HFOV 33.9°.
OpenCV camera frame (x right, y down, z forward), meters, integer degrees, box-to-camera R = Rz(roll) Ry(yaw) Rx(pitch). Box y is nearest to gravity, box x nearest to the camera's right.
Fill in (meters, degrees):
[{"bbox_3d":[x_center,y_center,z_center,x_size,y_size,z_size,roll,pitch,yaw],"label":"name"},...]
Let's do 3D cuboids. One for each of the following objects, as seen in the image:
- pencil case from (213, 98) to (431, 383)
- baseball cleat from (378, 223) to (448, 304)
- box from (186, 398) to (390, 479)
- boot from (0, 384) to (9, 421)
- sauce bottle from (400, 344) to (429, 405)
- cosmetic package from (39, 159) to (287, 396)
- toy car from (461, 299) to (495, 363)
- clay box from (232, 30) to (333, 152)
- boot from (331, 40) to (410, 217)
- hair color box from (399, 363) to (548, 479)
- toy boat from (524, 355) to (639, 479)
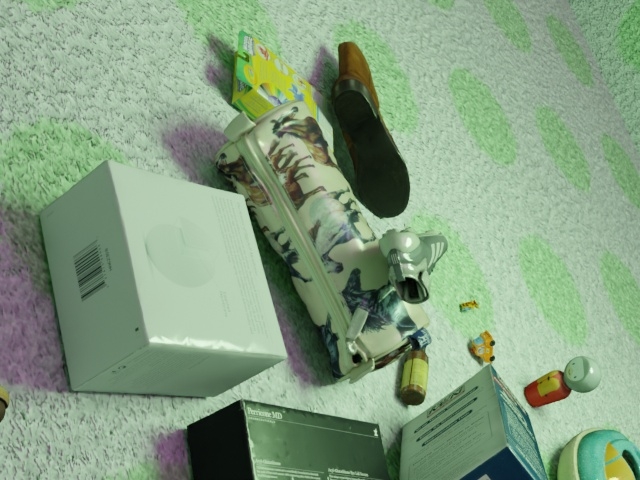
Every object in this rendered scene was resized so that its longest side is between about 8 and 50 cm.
[{"bbox_3d":[0.000,0.000,1.504,0.410,0.159,0.183,60,11,1],"label":"pencil case"},{"bbox_3d":[0.132,0.036,1.467,0.206,0.072,0.110,5,74,-64],"label":"baseball cleat"},{"bbox_3d":[-0.025,0.306,1.263,0.261,0.103,0.184,21,51,-46],"label":"box"},{"bbox_3d":[-0.372,0.213,0.887,0.248,0.090,0.207,14,65,-52],"label":"boot"},{"bbox_3d":[0.153,0.204,1.665,0.042,0.042,0.128,45,35,-22],"label":"sauce bottle"},{"bbox_3d":[-0.182,0.053,1.218,0.224,0.138,0.224,13,53,-49],"label":"cosmetic package"},{"bbox_3d":[0.280,0.169,1.906,0.040,0.060,0.122,-9,42,-12],"label":"toy car"},{"bbox_3d":[-0.070,-0.232,1.708,0.222,0.053,0.128,35,37,-34],"label":"clay box"},{"bbox_3d":[0.084,-0.202,1.896,0.264,0.096,0.280,58,14,-22],"label":"boot"},{"bbox_3d":[0.202,0.300,1.415,0.105,0.174,0.347,52,11,-5],"label":"hair color box"},{"bbox_3d":[0.504,0.376,1.923,0.267,0.148,0.318,-16,78,-58],"label":"toy boat"}]
